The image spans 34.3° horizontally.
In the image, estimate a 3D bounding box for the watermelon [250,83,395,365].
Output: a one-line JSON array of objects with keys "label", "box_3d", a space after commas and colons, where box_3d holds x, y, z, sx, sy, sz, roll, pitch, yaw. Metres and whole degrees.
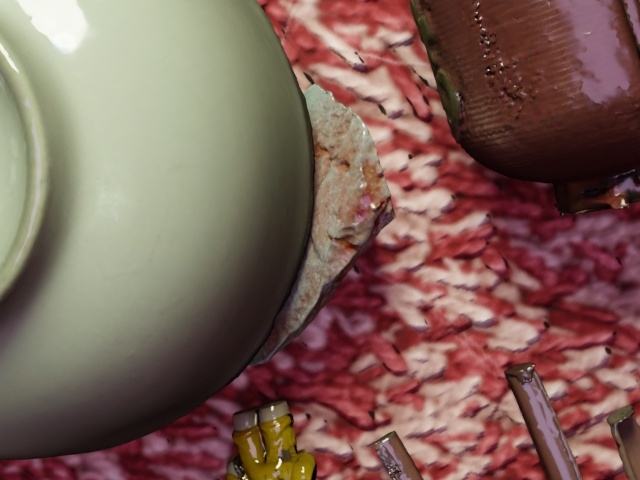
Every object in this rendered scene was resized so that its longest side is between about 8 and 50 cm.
[{"label": "watermelon", "box_3d": [-0.002, -0.001, 0.654, 0.081, 0.094, 0.180, 14, 113, -12]}]

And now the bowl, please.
[{"label": "bowl", "box_3d": [-0.190, -0.038, 0.562, 0.354, 0.185, 0.353, 0, 93, 10]}]

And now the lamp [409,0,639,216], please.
[{"label": "lamp", "box_3d": [0.139, -0.142, 0.590, 0.180, 0.180, 0.258, -18, 98, 1]}]

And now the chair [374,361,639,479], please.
[{"label": "chair", "box_3d": [0.157, 0.258, 0.633, 0.176, 0.183, 0.326, -27, 95, 3]}]

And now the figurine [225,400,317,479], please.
[{"label": "figurine", "box_3d": [-0.018, 0.179, 0.680, 0.101, 0.068, 0.143, 10, 95, 15]}]
